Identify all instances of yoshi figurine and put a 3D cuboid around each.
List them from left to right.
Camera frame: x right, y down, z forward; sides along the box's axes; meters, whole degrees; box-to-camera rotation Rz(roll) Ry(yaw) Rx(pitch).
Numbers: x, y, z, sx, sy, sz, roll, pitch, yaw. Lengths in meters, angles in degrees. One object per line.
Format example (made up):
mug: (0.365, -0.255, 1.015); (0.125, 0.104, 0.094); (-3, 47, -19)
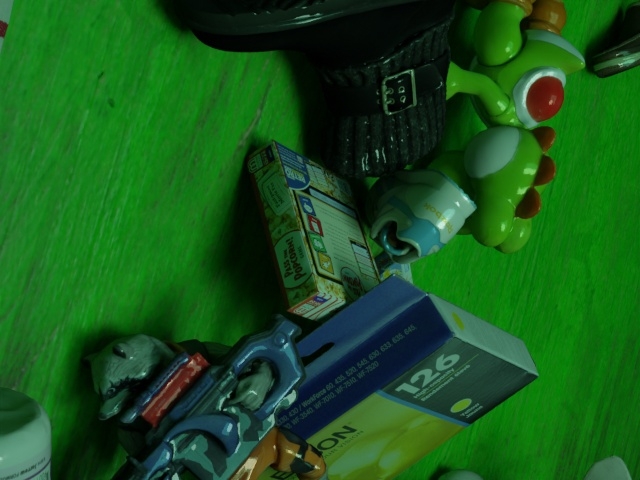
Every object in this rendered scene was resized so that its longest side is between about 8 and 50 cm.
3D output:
yoshi figurine: (0.210, -0.157, 1.453); (0.203, 0.203, 0.362); (110, -10, -73)

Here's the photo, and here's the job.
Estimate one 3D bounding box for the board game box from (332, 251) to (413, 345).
board game box: (0.075, 0.130, 1.436); (0.136, 0.035, 0.201); (-37, 126, -38)

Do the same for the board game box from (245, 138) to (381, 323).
board game box: (0.000, 0.000, 1.217); (0.147, 0.045, 0.193); (25, 40, -49)

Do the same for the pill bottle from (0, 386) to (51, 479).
pill bottle: (-0.309, 0.284, 0.925); (0.169, 0.169, 0.301); (-9, 107, -48)

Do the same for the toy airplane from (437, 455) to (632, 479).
toy airplane: (0.271, 0.420, 1.567); (0.384, 0.272, 0.386); (-23, 151, -31)

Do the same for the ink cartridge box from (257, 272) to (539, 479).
ink cartridge box: (0.058, 0.184, 1.274); (0.303, 0.072, 0.307); (-38, 147, 19)

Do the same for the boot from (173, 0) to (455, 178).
boot: (0.006, -0.183, 1.200); (0.348, 0.131, 0.260); (-12, 135, -24)

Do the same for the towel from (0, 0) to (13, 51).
towel: (-0.327, -0.271, 0.854); (0.237, 0.037, 0.329); (17, 86, -48)

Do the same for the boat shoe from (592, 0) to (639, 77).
boat shoe: (0.507, -0.332, 1.793); (0.257, 0.095, 0.095); (-26, 96, -42)

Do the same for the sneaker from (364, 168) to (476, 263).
sneaker: (0.092, -0.025, 1.296); (0.087, 0.229, 0.092); (44, 78, -9)

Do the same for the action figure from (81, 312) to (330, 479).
action figure: (-0.138, 0.239, 1.126); (0.341, 0.178, 0.330); (-40, 112, -20)
